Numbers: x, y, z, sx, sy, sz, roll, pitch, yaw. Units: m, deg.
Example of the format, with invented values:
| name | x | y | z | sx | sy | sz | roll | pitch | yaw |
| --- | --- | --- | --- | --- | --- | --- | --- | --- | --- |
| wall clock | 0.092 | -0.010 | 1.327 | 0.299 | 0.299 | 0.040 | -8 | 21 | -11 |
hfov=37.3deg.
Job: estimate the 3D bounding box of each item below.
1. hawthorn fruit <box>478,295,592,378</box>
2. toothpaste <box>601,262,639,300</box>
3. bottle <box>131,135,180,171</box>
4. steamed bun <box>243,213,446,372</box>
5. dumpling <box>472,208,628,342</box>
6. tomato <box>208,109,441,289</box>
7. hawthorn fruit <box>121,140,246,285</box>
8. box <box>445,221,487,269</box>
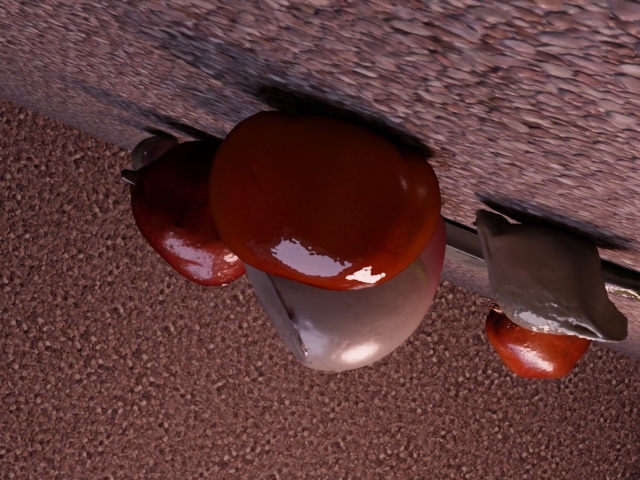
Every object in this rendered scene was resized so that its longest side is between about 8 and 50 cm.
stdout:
| name | x | y | z | sx | sy | sz | roll | pitch | yaw |
| --- | --- | --- | --- | --- | --- | --- | --- | --- | --- |
| hawthorn fruit | 0.458 | 0.184 | 2.084 | 0.299 | 0.211 | 0.211 | 34 | 173 | -26 |
| toothpaste | 0.367 | 0.043 | 1.311 | 0.248 | 0.047 | 0.078 | 19 | 180 | 9 |
| bottle | -0.360 | -0.181 | 2.128 | 0.110 | 0.110 | 0.233 | 22 | 178 | -17 |
| steamed bun | 0.050 | 0.023 | 1.365 | 0.309 | 0.309 | 0.309 | 22 | 178 | 1 |
| dumpling | 0.291 | 0.046 | 1.174 | 0.215 | 0.126 | 0.166 | 17 | -168 | 32 |
| tomato | 0.001 | -0.040 | 1.030 | 0.259 | 0.180 | 0.260 | 14 | 177 | 1 |
| hawthorn fruit | -0.237 | -0.070 | 1.794 | 0.307 | 0.265 | 0.265 | 25 | 177 | -23 |
| box | 0.232 | 0.004 | 1.670 | 0.210 | 0.045 | 0.270 | 22 | 178 | 0 |
